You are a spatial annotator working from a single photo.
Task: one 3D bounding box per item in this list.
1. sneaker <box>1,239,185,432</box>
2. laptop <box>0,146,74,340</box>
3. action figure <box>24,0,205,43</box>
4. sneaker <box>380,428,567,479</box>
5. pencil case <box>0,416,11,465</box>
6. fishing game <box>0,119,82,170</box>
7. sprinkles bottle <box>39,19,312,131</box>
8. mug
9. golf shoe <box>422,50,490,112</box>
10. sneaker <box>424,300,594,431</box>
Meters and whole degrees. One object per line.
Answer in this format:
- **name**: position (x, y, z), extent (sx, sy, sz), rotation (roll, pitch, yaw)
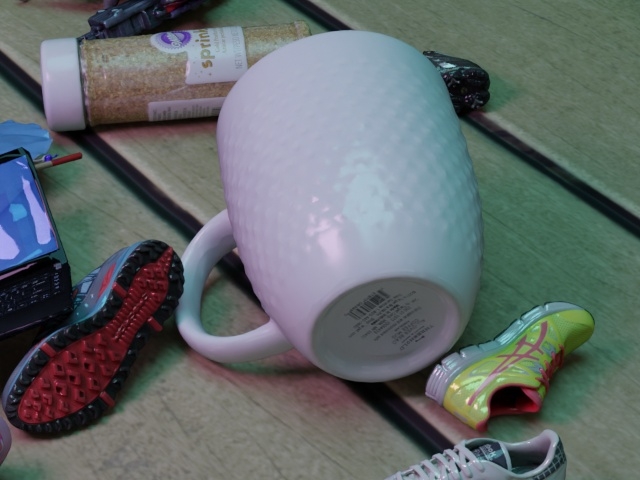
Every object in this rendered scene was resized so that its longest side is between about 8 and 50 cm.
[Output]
- **sneaker**: position (-0.255, 0.111, 1.783), extent (0.125, 0.104, 0.262), rotation (-9, 33, 52)
- **laptop**: position (-0.404, 0.024, 1.793), extent (0.234, 0.137, 0.264), rotation (-21, 18, -3)
- **action figure**: position (-0.294, -0.388, 2.349), extent (0.330, 0.179, 0.341), rotation (13, 37, 32)
- **sneaker**: position (0.124, 0.238, 1.593), extent (0.235, 0.095, 0.090), rotation (-11, 41, -11)
- **pencil case**: position (-0.367, 0.275, 1.535), extent (0.124, 0.124, 0.284), rotation (-1, 38, 0)
- **fishing game**: position (-0.424, -0.109, 2.027), extent (0.189, 0.041, 0.264), rotation (-19, 29, -39)
- **sprinkles bottle**: position (-0.187, -0.218, 2.164), extent (0.355, 0.121, 0.121), rotation (-6, 38, -7)
- **mug**: position (0.000, 0.000, 1.797), extent (0.374, 0.276, 0.328), rotation (-28, 44, 14)
- **golf shoe**: position (0.127, -0.213, 2.204), extent (0.198, 0.077, 0.094), rotation (5, 27, -4)
- **sneaker**: position (0.217, 0.141, 1.739), extent (0.208, 0.081, 0.094), rotation (-28, 52, -21)
